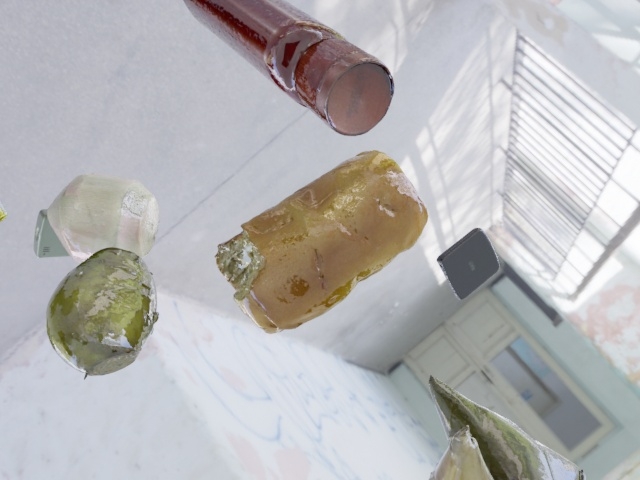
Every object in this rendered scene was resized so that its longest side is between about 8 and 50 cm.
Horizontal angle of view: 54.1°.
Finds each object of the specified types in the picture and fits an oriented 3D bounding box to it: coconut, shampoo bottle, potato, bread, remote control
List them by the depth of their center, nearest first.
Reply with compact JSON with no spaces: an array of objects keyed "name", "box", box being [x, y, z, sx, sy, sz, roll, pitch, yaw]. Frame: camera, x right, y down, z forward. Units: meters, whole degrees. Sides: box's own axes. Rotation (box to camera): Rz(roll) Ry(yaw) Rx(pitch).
[{"name":"shampoo bottle","box":[-0.032,-0.170,0.536,0.102,0.260,0.064,23,108,-44]},{"name":"potato","box":[-0.311,0.102,0.900,0.149,0.251,0.113,25,120,-21]},{"name":"bread","box":[0.003,0.002,1.025,0.344,0.195,0.149,-36,-178,-11]},{"name":"coconut","box":[-0.380,-0.035,1.088,0.171,0.182,0.171,8,90,-85]},{"name":"remote control","box":[-0.555,-0.020,1.553,0.285,0.038,0.124,-5,124,-41]}]

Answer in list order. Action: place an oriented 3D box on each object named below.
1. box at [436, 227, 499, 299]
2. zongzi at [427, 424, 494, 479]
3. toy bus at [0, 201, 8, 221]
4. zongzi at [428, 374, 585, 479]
[{"name":"box","box":[0.315,0.048,1.329,0.125,0.027,0.126,-37,119,-8]},{"name":"zongzi","box":[0.161,0.255,0.556,0.194,0.099,0.198,12,107,-21]},{"name":"toy bus","box":[-0.554,-0.107,0.907,0.074,0.081,0.226,-59,138,-48]},{"name":"zongzi","box":[0.339,0.479,1.221,0.174,0.393,0.356,-51,179,26]}]
